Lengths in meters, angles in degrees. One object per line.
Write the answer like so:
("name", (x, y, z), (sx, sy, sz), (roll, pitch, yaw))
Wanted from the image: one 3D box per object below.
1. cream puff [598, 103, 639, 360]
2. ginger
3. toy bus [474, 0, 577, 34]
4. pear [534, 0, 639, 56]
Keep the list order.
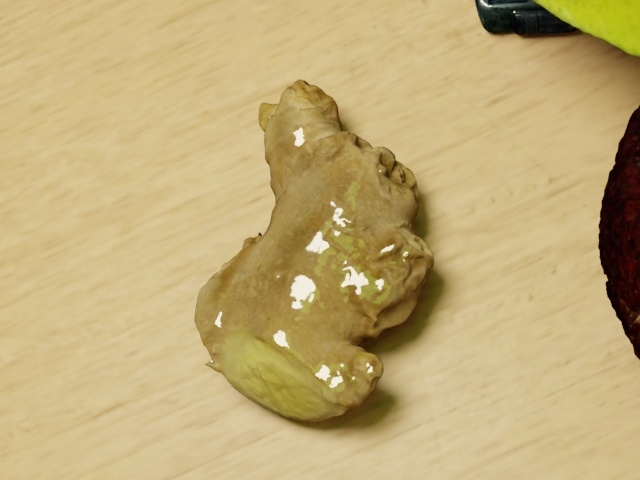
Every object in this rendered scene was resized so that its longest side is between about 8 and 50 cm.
("cream puff", (0.265, 0.004, 0.696), (0.239, 0.165, 0.239), (-11, 39, 9))
("ginger", (0.004, 0.002, 0.819), (0.137, 0.074, 0.213), (9, 66, 16))
("toy bus", (0.179, -0.169, 0.856), (0.166, 0.047, 0.065), (-1, 73, 11))
("pear", (0.203, -0.233, 0.779), (0.239, 0.139, 0.288), (21, 44, 33))
